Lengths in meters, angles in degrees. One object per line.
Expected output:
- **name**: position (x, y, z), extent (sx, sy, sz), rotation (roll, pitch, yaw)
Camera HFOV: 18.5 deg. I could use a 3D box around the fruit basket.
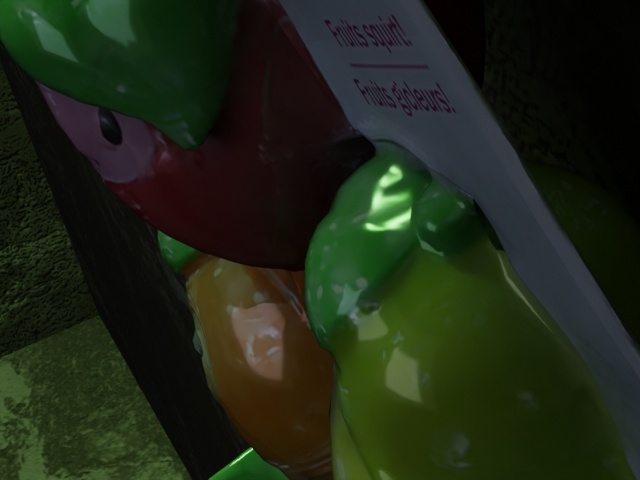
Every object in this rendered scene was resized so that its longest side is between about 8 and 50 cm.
- **fruit basket**: position (0.000, 0.000, 0.491), extent (0.353, 0.165, 0.327), rotation (50, 173, -13)
